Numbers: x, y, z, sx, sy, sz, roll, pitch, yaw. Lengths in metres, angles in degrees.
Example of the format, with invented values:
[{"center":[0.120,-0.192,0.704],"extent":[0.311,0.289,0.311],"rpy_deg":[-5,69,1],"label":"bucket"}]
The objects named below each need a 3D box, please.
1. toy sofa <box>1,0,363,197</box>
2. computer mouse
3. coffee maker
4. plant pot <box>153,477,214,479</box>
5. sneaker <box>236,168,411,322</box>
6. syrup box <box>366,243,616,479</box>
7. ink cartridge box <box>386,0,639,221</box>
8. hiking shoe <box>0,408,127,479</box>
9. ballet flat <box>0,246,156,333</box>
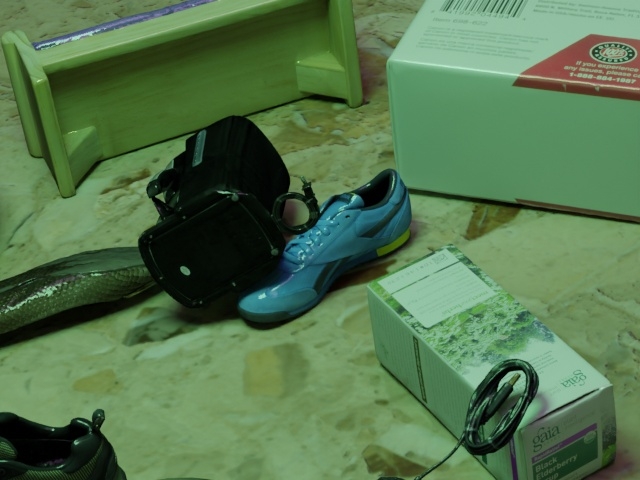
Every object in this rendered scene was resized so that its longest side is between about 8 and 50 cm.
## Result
[{"center":[-0.149,-0.197,2.053],"extent":[0.363,0.150,0.177],"rpy_deg":[-18,39,-12],"label":"toy sofa"},{"center":[0.087,0.190,1.510],"extent":[0.242,0.041,0.071],"rpy_deg":[-45,43,-1],"label":"computer mouse"},{"center":[-0.077,-0.034,1.827],"extent":[0.171,0.120,0.178],"rpy_deg":[-7,27,7],"label":"coffee maker"},{"center":[-0.161,0.298,1.300],"extent":[0.323,0.323,0.280],"rpy_deg":[-35,28,-31],"label":"plant pot"},{"center":[0.000,0.000,1.818],"extent":[0.209,0.082,0.069],"rpy_deg":[-33,45,-27],"label":"sneaker"},{"center":[0.142,0.111,1.625],"extent":[0.093,0.096,0.237],"rpy_deg":[-26,42,-19],"label":"syrup box"},{"center":[0.264,-0.205,1.969],"extent":[0.279,0.160,0.384],"rpy_deg":[8,40,21],"label":"ink cartridge box"},{"center":[-0.280,0.189,1.591],"extent":[0.227,0.114,0.086],"rpy_deg":[-12,36,-5],"label":"hiking shoe"},{"center":[-0.262,0.057,1.824],"extent":[0.250,0.058,0.084],"rpy_deg":[-16,15,-18],"label":"ballet flat"}]
